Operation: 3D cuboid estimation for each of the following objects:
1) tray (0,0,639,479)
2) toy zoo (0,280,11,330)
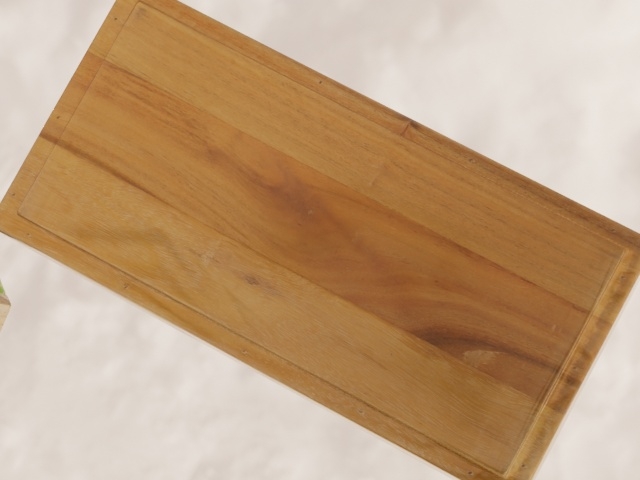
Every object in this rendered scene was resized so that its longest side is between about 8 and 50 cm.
[{"bbox_3d":[0.000,0.000,1.370,0.411,0.076,0.203,28,85,10],"label":"tray"},{"bbox_3d":[-0.351,-0.040,1.452,0.030,0.192,0.293,-63,35,24],"label":"toy zoo"}]
